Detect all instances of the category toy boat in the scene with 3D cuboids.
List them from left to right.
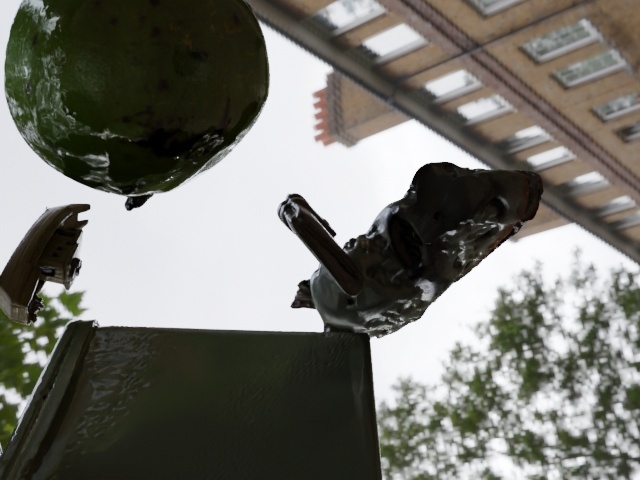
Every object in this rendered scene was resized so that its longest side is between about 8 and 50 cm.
[{"bbox_3d":[-0.311,0.021,1.101,0.206,0.072,0.064,-76,-1,-54],"label":"toy boat"}]

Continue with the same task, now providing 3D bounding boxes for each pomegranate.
[{"bbox_3d":[-0.176,-0.197,0.936,0.260,0.260,0.341,-49,-28,-52],"label":"pomegranate"}]

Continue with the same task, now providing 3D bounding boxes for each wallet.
[{"bbox_3d":[0.000,0.000,1.041,0.118,0.039,0.153,48,-177,-13],"label":"wallet"}]

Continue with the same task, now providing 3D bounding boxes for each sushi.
[{"bbox_3d":[0.112,0.011,1.142,0.130,0.332,0.124,17,-144,-51],"label":"sushi"}]

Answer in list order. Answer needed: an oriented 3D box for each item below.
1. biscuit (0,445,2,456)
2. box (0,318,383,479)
[{"bbox_3d":[-0.359,0.156,0.896,0.176,0.031,0.228,60,174,-29],"label":"biscuit"},{"bbox_3d":[-0.114,0.229,0.959,0.352,0.344,0.177,-90,0,-66],"label":"box"}]
